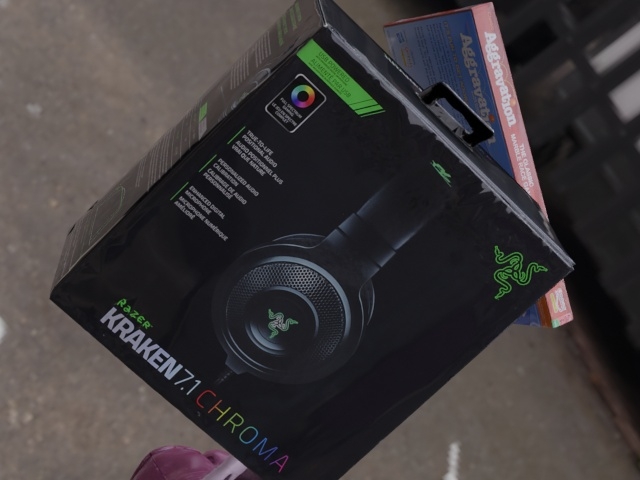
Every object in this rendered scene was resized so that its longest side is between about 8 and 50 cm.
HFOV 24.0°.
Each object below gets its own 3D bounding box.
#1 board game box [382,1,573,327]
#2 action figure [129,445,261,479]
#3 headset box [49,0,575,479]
[{"bbox_3d":[0.137,-0.063,1.328,0.027,0.145,0.281,-20,101,-26],"label":"board game box"},{"bbox_3d":[-0.125,0.272,1.385,0.276,0.248,0.370,58,-12,-24],"label":"action figure"},{"bbox_3d":[0.000,0.000,1.055,0.246,0.283,0.131,43,13,-18],"label":"headset box"}]
